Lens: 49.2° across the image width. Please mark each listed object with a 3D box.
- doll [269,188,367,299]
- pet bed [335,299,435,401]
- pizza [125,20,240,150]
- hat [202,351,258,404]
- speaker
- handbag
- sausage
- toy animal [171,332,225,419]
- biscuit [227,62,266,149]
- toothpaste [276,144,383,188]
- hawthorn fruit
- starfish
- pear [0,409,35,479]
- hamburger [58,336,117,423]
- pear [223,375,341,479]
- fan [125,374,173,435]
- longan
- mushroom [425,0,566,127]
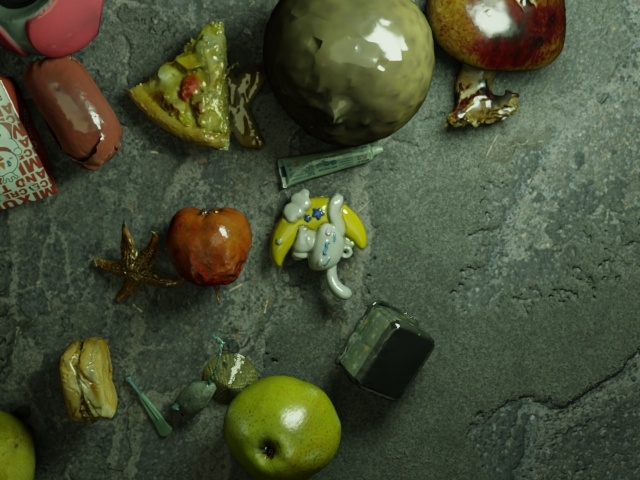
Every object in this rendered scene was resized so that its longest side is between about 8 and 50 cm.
[{"bbox_3d":[0.000,0.000,1.739,0.237,0.111,0.252,18,89,-9],"label":"doll"},{"bbox_3d":[0.154,0.275,1.784,0.183,0.159,0.210,26,99,-34],"label":"pet bed"},{"bbox_3d":[-0.303,-0.382,1.633,0.280,0.075,0.287,23,103,7],"label":"pizza"},{"bbox_3d":[-0.235,0.369,1.803,0.146,0.067,0.145,-1,99,-4],"label":"hat"},{"bbox_3d":[-0.620,-0.543,1.522,0.294,0.294,0.294,-1,99,-4],"label":"speaker"},{"bbox_3d":[-0.742,-0.222,1.625,0.171,0.151,0.298,-22,104,-6],"label":"handbag"},{"bbox_3d":[-0.571,-0.299,1.626,0.152,0.152,0.279,-29,101,1],"label":"sausage"},{"bbox_3d":[-0.300,0.363,1.778,0.079,0.070,0.252,30,109,-1],"label":"toy animal"},{"bbox_3d":[-0.209,-0.330,1.699,0.164,0.047,0.207,6,100,-2],"label":"biscuit"},{"bbox_3d":[0.026,-0.196,1.741,0.269,0.047,0.069,-14,119,0],"label":"toothpaste"},{"bbox_3d":[-0.265,0.040,1.690,0.208,0.207,0.243,-6,105,-4],"label":"hawthorn fruit"},{"bbox_3d":[-0.450,0.066,1.720,0.241,0.043,0.227,15,122,3],"label":"starfish"},{"bbox_3d":[-0.848,0.549,1.675,0.304,0.304,0.303,-1,99,-4],"label":"pear"},{"bbox_3d":[-0.564,0.342,1.708,0.108,0.214,0.213,-7,100,-5],"label":"hamburger"},{"bbox_3d":[-0.095,0.468,1.720,0.294,0.294,0.294,-1,99,-4],"label":"pear"},{"bbox_3d":[-0.451,0.432,1.823,0.038,0.016,0.193,-32,101,3],"label":"fan"},{"bbox_3d":[0.058,-0.395,1.546,0.391,0.391,0.390,-1,99,-4],"label":"longan"},{"bbox_3d":[0.416,-0.494,1.654,0.331,0.356,0.334,-15,63,0],"label":"mushroom"}]
